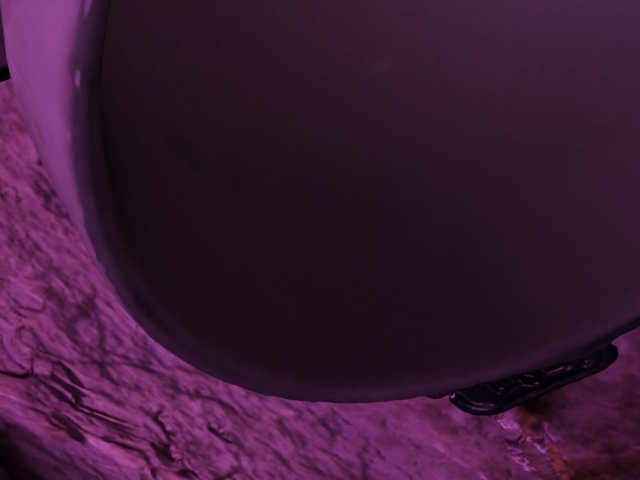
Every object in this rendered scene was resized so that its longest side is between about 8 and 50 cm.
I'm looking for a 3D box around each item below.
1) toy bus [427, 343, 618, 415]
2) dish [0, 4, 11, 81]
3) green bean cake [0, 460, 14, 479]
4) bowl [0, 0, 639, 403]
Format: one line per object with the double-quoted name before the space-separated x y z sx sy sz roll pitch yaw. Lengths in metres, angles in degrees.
"toy bus" 0.038 -0.015 0.655 0.194 0.089 0.087 40 135 -20
"dish" -0.186 -0.201 0.543 0.316 0.106 0.316 16 140 14
"green bean cake" -0.288 0.185 1.014 0.232 0.097 0.198 -11 131 33
"bowl" 0.048 -0.114 0.431 0.307 0.163 0.307 -23 145 -17
